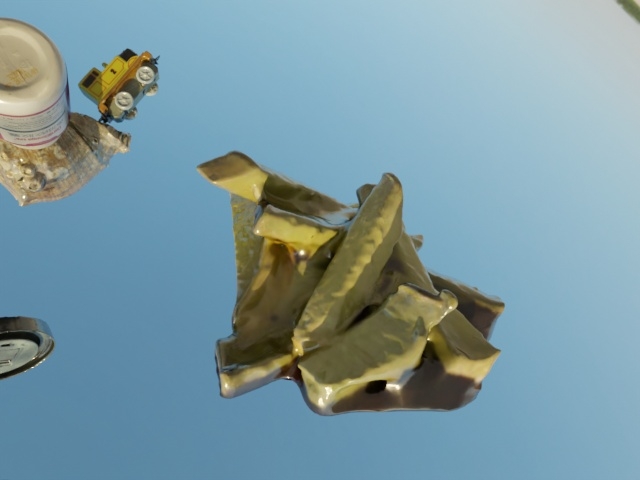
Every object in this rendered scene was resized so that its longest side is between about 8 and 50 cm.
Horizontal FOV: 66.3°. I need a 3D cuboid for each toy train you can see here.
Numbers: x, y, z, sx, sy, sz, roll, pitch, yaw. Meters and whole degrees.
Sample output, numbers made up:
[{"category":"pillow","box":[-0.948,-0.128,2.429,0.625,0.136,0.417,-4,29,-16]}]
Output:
[{"category":"toy train","box":[-0.460,-0.364,1.134,0.127,0.089,0.219,37,-101,-8]}]

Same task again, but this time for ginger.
[{"category":"ginger","box":[0.036,0.027,0.610,0.413,0.211,0.358,15,-150,11]}]

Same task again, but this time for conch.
[{"category":"conch","box":[-0.605,-0.174,1.071,0.352,0.297,0.210,10,-102,-37]}]

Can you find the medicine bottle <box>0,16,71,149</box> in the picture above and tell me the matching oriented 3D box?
[{"category":"medicine bottle","box":[-0.448,-0.219,0.735,0.131,0.250,0.131,3,-97,-25]}]

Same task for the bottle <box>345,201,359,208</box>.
[{"category":"bottle","box":[0.000,0.000,1.013,0.260,0.112,0.112,-21,-109,-37]}]

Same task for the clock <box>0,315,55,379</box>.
[{"category":"clock","box":[-0.678,0.231,1.028,0.215,0.215,0.042,-3,-127,-43]}]
